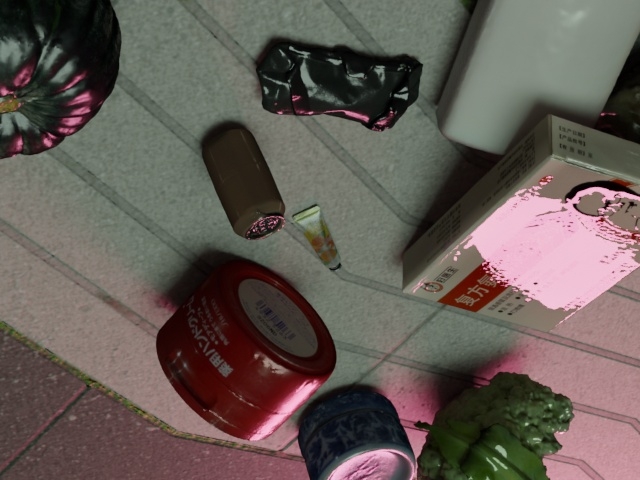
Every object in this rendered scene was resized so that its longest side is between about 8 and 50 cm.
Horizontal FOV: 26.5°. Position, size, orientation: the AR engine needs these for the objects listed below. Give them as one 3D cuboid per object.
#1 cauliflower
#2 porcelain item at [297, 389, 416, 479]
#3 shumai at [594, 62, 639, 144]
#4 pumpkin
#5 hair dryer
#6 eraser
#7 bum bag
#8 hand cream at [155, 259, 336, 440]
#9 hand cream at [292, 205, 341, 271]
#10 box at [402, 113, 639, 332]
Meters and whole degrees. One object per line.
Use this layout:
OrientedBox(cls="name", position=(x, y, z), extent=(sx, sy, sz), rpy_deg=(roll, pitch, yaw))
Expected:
OrientedBox(cls="cauliflower", position=(0.260, 0.333, 1.889), extent=(0.315, 0.256, 0.239), rpy_deg=(44, 134, -13))
OrientedBox(cls="porcelain item", position=(0.048, 0.287, 1.871), extent=(0.147, 0.114, 0.147), rpy_deg=(-13, 137, -12))
OrientedBox(cls="shumai", position=(0.413, -0.113, 1.579), extent=(0.218, 0.185, 0.184), rpy_deg=(-15, 136, -8))
OrientedBox(cls="pumpkin", position=(-0.292, -0.175, 1.249), extent=(0.220, 0.162, 0.220), rpy_deg=(-8, 144, -6))
OrientedBox(cls="hair dryer", position=(-0.072, -0.038, 1.528), extent=(0.064, 0.117, 0.181), rpy_deg=(-25, 156, 0))
OrientedBox(cls="eraser", position=(0.247, -0.218, 1.471), extent=(0.174, 0.095, 0.270), rpy_deg=(10, 128, -10))
OrientedBox(cls="bum bag", position=(0.022, -0.164, 1.470), extent=(0.198, 0.049, 0.087), rpy_deg=(5, 125, -26))
OrientedBox(cls="hand cream", position=(-0.086, 0.128, 1.609), extent=(0.193, 0.193, 0.125), rpy_deg=(25, 117, -38))
OrientedBox(cls="hand cream", position=(0.000, 0.000, 1.642), extent=(0.035, 0.022, 0.102), rpy_deg=(-22, 132, 7))
OrientedBox(cls="box", position=(0.267, -0.008, 1.594), extent=(0.214, 0.069, 0.353), rpy_deg=(16, 146, -18))
